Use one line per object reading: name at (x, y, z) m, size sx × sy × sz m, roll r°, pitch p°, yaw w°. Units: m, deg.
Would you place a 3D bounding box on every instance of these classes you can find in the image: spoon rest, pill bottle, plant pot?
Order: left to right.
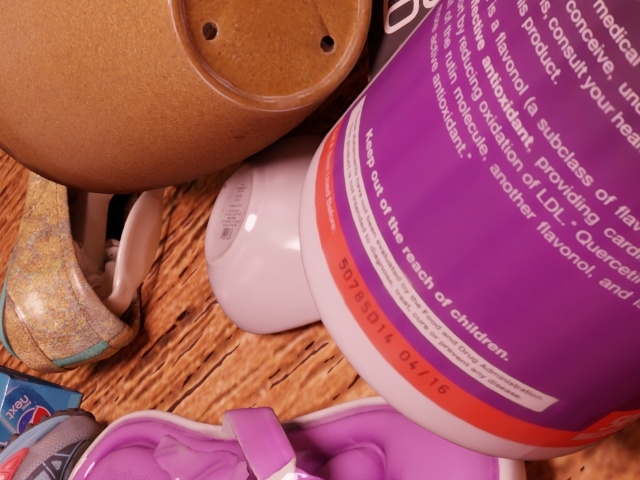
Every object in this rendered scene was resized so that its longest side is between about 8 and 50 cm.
plant pot at (-0.081, -0.139, 0.749) m, size 0.254 × 0.237 × 0.237 m, roll 11°, pitch 82°, yaw 61°
spoon rest at (0.000, 0.000, 0.751) m, size 0.276 × 0.084 × 0.137 m, roll 10°, pitch 80°, yaw 68°
pill bottle at (0.135, -0.058, 0.443) m, size 0.323 × 0.181 × 0.181 m, roll -47°, pitch 39°, yaw 48°

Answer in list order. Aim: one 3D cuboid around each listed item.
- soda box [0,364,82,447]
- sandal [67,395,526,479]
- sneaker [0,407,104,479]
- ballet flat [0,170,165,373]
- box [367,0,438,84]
soda box at (-0.284, 0.141, 1.055) m, size 0.210 × 0.067 × 0.071 m, roll 4°, pitch 78°, yaw 54°
sandal at (-0.064, 0.157, 0.697) m, size 0.416 × 0.102 × 0.169 m, roll -14°, pitch 50°, yaw 51°
sneaker at (-0.209, 0.252, 0.898) m, size 0.125 × 0.104 × 0.262 m, roll 22°, pitch 75°, yaw 16°
ballet flat at (-0.174, -0.064, 0.986) m, size 0.123 × 0.123 × 0.349 m, roll -27°, pitch 52°, yaw 44°
box at (0.149, -0.191, 0.627) m, size 0.307 × 0.076 × 0.242 m, roll -26°, pitch 55°, yaw 45°
